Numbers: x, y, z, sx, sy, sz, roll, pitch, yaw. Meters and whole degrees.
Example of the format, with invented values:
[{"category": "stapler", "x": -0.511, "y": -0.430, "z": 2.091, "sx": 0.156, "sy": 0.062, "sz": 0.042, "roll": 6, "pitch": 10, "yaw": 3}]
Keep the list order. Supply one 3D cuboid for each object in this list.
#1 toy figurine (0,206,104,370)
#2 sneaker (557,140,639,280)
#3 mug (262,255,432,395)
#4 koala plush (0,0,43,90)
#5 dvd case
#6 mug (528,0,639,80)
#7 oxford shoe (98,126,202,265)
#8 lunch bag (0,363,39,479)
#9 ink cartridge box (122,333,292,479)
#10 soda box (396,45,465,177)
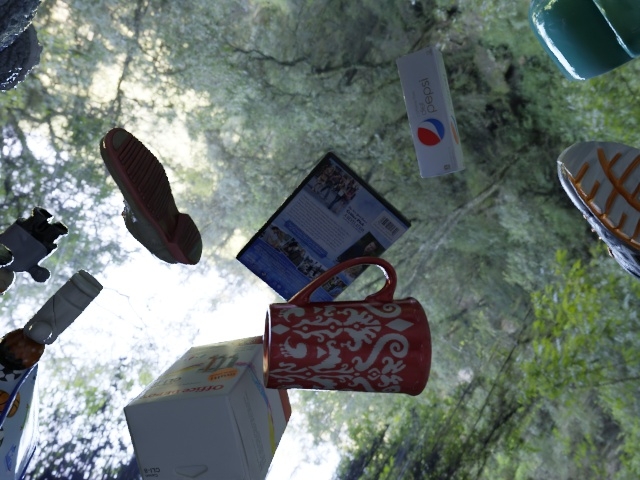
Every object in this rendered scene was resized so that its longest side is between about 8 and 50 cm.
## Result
[{"category": "toy figurine", "x": -0.377, "y": 0.037, "z": 0.508, "sx": 0.213, "sy": 0.148, "sz": 0.209, "roll": 43, "pitch": 176, "yaw": 27}, {"category": "sneaker", "x": 0.312, "y": -0.010, "z": 0.455, "sx": 0.215, "sy": 0.084, "sz": 0.083, "roll": 44, "pitch": 168, "yaw": 2}, {"category": "mug", "x": 0.022, "y": 0.103, "z": 0.532, "sx": 0.170, "sy": 0.113, "sz": 0.150, "roll": 2, "pitch": -123, "yaw": -11}, {"category": "koala plush", "x": -0.244, "y": -0.218, "z": 0.328, "sx": 0.203, "sy": 0.221, "sz": 0.196, "roll": 36, "pitch": -177, "yaw": 0}, {"category": "dvd case", "x": 0.000, "y": 0.000, "z": 0.782, "sx": 0.180, "sy": 0.253, "sz": 0.022, "roll": 41, "pitch": -160, "yaw": -8}, {"category": "mug", "x": 0.265, "y": -0.226, "z": 0.417, "sx": 0.097, "sy": 0.129, "sz": 0.157, "roll": 46, "pitch": -175, "yaw": -13}, {"category": "oxford shoe", "x": -0.375, "y": -0.069, "z": 0.966, "sx": 0.131, "sy": 0.348, "sz": 0.122, "roll": -5, "pitch": -140, "yaw": 15}, {"category": "lunch bag", "x": -0.675, "y": 0.425, "z": 0.807, "sx": 0.239, "sy": 0.327, "sz": 0.385, "roll": 10, "pitch": -143, "yaw": -15}, {"category": "ink cartridge box", "x": -0.126, "y": 0.212, "z": 0.570, "sx": 0.128, "sy": 0.127, "sz": 0.176, "roll": -11, "pitch": -172, "yaw": 10}, {"category": "soda box", "x": 0.198, "y": -0.223, "z": 0.827, "sx": 0.069, "sy": 0.215, "sz": 0.074, "roll": -12, "pitch": -176, "yaw": 28}]
